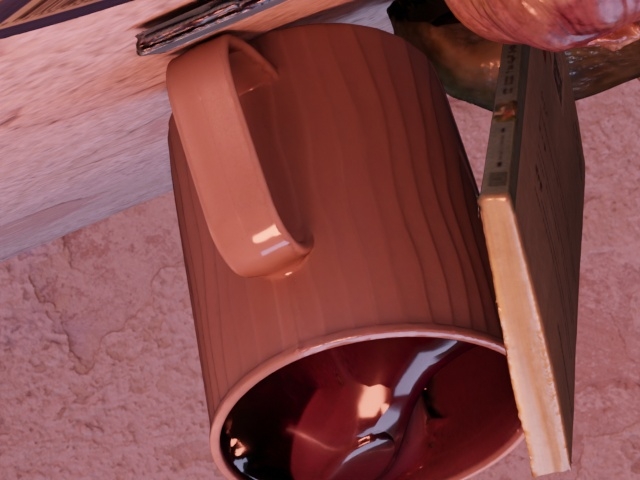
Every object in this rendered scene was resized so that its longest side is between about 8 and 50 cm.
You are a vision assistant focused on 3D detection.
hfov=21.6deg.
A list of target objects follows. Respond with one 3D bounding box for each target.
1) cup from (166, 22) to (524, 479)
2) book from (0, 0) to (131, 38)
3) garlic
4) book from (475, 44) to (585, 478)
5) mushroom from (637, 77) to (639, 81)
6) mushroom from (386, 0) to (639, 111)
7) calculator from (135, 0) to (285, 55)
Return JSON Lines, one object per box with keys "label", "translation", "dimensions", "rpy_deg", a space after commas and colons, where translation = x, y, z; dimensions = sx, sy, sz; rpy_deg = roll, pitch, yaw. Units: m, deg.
{"label": "cup", "translation": [-0.011, 0.011, 1.091], "dimensions": [0.288, 0.273, 0.208], "rpy_deg": [16, 136, -35]}
{"label": "book", "translation": [0.014, -0.128, 0.504], "dimensions": [0.191, 0.025, 0.269], "rpy_deg": [-25, -177, -42]}
{"label": "garlic", "translation": [0.142, -0.149, 0.880], "dimensions": [0.159, 0.102, 0.147], "rpy_deg": [-21, -177, 20]}
{"label": "book", "translation": [0.132, -0.034, 0.999], "dimensions": [0.025, 0.215, 0.282], "rpy_deg": [-4, -142, 16]}
{"label": "mushroom", "translation": [0.359, -0.211, 1.502], "dimensions": [0.195, 0.189, 0.253], "rpy_deg": [-20, -175, -1]}
{"label": "mushroom", "translation": [0.217, -0.174, 1.174], "dimensions": [0.344, 0.130, 0.247], "rpy_deg": [-22, -174, 28]}
{"label": "calculator", "translation": [-0.011, -0.129, 0.838], "dimensions": [0.172, 0.018, 0.057], "rpy_deg": [-22, 180, 13]}
